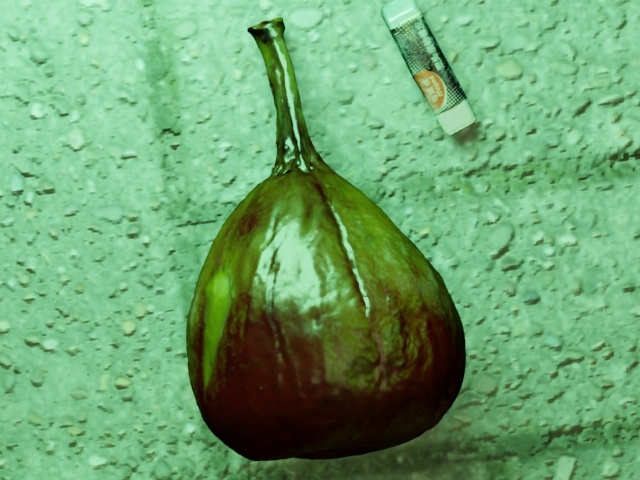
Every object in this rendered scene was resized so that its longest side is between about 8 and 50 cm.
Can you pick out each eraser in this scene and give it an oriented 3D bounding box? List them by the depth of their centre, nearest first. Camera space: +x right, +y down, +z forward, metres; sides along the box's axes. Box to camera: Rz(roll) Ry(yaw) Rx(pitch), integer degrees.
[{"bbox_3d":[0.073,-0.119,1.002,0.027,0.019,0.099,-28,104,5],"label":"eraser"}]

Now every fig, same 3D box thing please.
[{"bbox_3d":[-0.029,0.016,0.970,0.191,0.190,0.290,-33,86,6],"label":"fig"}]
